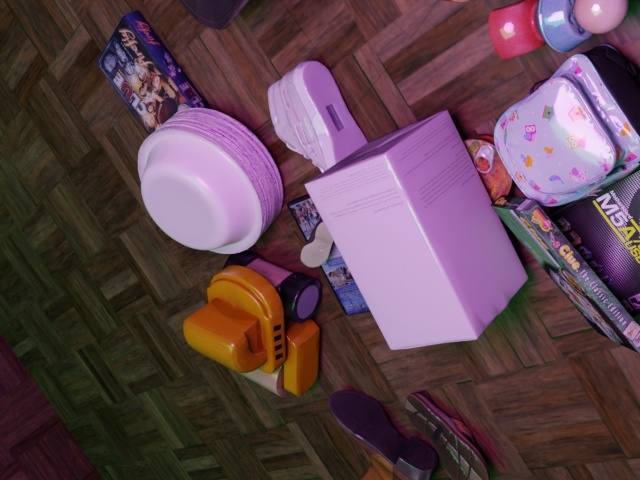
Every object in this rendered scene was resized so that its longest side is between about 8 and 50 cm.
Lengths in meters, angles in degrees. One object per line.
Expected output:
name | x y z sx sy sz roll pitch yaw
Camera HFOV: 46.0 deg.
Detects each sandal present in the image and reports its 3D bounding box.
sandal | 0.249 0.376 1.444 0.219 0.060 0.090 46 133 29

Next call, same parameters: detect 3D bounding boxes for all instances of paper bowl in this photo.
paper bowl | -0.224 -0.096 1.438 0.284 0.148 0.284 18 134 20

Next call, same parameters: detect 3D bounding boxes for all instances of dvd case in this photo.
dvd case | 0.055 0.017 1.393 0.180 0.022 0.253 -17 105 47

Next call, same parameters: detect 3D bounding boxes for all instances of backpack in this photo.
backpack | 0.318 -0.132 0.971 0.166 0.144 0.188 58 147 6

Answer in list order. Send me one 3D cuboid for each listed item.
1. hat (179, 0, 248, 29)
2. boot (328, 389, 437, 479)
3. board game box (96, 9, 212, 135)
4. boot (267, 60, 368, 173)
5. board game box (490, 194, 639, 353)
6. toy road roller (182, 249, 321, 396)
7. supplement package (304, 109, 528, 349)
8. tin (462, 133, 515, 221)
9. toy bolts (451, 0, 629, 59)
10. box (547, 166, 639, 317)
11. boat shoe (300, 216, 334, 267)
hat | -0.132 -0.480 1.143 0.331 0.133 0.332 26 123 48
boot | 0.114 0.469 1.623 0.264 0.096 0.280 27 140 15
board game box | -0.334 -0.306 1.502 0.243 0.042 0.165 53 138 -1
boot | -0.001 -0.167 1.280 0.123 0.095 0.258 -16 97 52
board game box | 0.348 0.043 1.063 0.260 0.030 0.136 48 -177 -8
toy road roller | -0.146 0.198 1.527 0.202 0.240 0.330 22 129 30
supplement package | 0.146 -0.010 1.128 0.175 0.177 0.293 -17 105 47
tin | 0.239 -0.076 1.160 0.106 0.040 0.190 28 133 19
toy bolts | 0.249 -0.316 0.868 0.158 0.218 0.229 6 129 54
box | 0.436 -0.001 1.030 0.191 0.045 0.184 53 140 -1
boat shoe | 0.002 0.001 1.384 0.048 0.042 0.133 27 136 -1
